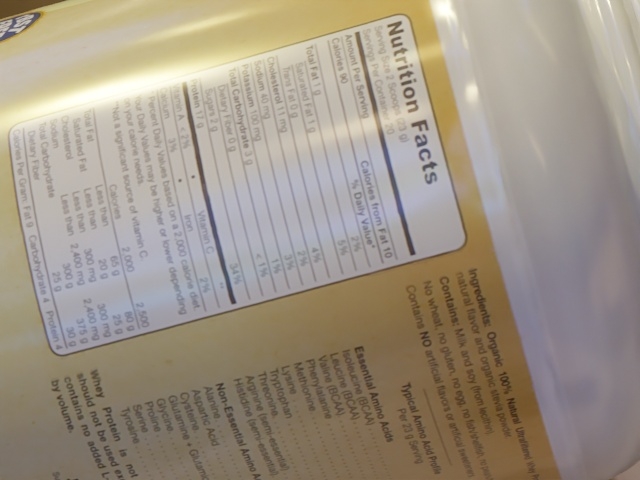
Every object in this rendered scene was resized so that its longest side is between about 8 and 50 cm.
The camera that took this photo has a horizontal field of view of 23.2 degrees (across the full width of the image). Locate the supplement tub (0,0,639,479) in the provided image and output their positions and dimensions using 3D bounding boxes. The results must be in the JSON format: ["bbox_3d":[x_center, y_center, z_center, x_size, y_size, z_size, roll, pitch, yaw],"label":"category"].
[{"bbox_3d":[0.000,0.000,0.591,0.316,0.228,0.228,-15,17,7],"label":"supplement tub"}]
